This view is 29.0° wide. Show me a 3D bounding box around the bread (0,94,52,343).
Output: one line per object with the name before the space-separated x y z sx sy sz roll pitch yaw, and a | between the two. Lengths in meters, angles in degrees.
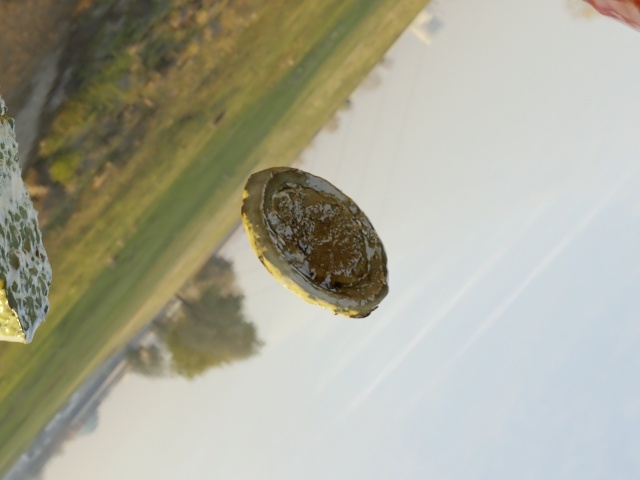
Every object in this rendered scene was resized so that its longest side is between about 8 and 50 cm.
bread | -0.475 -0.061 1.369 0.264 0.395 0.239 -12 -166 -1

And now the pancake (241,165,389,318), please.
pancake | -0.001 0.001 0.994 0.025 0.151 0.151 -42 -173 32

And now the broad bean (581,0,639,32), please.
broad bean | 0.126 -0.135 0.451 0.114 0.165 0.084 -56 170 26
